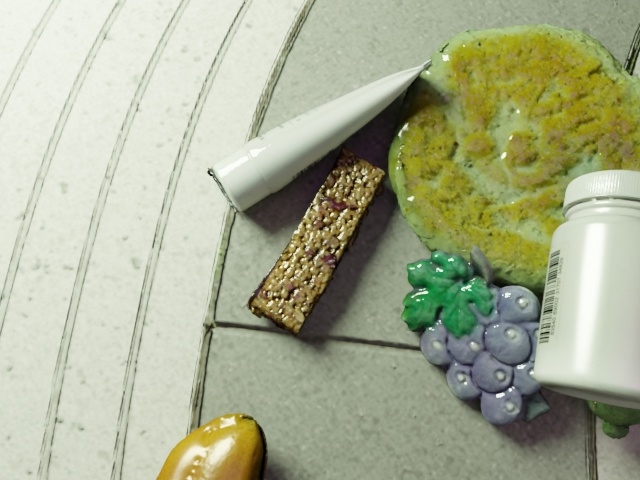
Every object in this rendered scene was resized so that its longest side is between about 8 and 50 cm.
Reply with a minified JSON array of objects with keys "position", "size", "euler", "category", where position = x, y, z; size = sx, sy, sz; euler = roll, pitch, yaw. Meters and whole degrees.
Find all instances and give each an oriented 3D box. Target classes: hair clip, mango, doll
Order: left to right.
[{"position":[-0.099,0.236,0.454],"size":[0.105,0.084,0.159],"euler":[6,56,12],"category":"mango"},{"position":[0.161,0.090,0.517],"size":[0.124,0.052,0.195],"euler":[-39,87,14],"category":"hair clip"},{"position":[0.325,0.122,0.521],"size":[0.150,0.077,0.115],"euler":[-34,93,-22],"category":"doll"}]

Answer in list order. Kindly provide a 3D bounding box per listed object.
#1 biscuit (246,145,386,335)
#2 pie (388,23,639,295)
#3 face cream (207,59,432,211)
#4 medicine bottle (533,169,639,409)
[{"position":[0.000,0.000,0.535],"size":[0.064,0.034,0.199],"euler":[30,78,2],"category":"biscuit"},{"position":[0.221,-0.090,0.559],"size":[0.324,0.070,0.322],"euler":[0,78,0],"category":"pie"},{"position":[0.001,-0.114,0.539],"size":[0.244,0.092,0.058],"euler":[-33,103,-8],"category":"face cream"},{"position":[0.249,0.042,0.447],"size":[0.103,0.103,0.186],"euler":[15,74,-1],"category":"medicine bottle"}]
